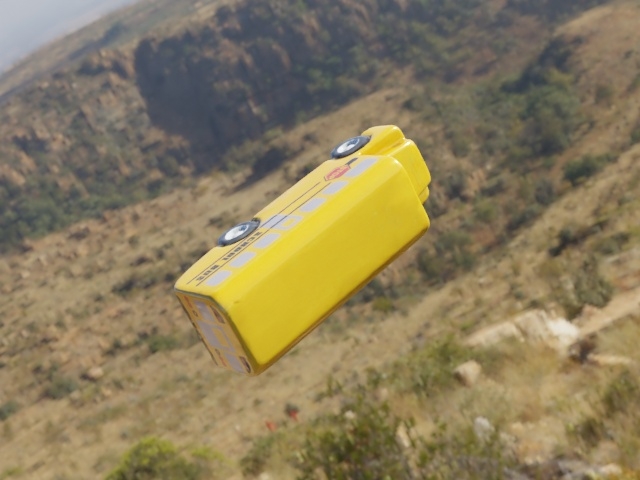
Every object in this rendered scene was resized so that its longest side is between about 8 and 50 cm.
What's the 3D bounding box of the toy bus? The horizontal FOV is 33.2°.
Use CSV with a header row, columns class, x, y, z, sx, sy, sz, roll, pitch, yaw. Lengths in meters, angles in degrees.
class,x,y,z,sx,sy,sz,roll,pitch,yaw
toy bus,0.000,0.000,1.163,0.332,0.108,0.130,-39,23,-27
